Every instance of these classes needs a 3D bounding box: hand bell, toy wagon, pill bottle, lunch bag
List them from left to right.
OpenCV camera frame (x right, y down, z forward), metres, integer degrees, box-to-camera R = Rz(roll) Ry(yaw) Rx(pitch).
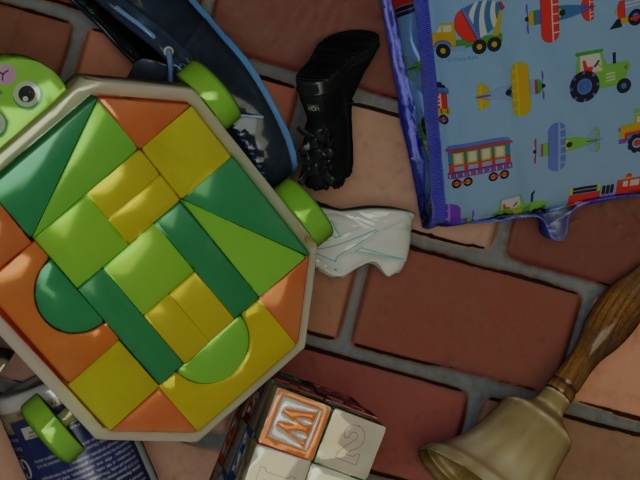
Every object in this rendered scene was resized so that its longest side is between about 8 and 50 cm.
[{"bbox_3d":[-0.179,0.182,1.524,0.094,0.094,0.169,-23,95,-6],"label":"pill bottle"},{"bbox_3d":[-0.160,-0.011,1.414,0.267,0.068,0.344,-41,113,-7],"label":"toy wagon"},{"bbox_3d":[0.175,-0.141,1.552,0.221,0.138,0.293,-11,104,-10],"label":"lunch bag"},{"bbox_3d":[0.201,0.116,1.584,0.126,0.126,0.242,42,75,-8],"label":"hand bell"}]

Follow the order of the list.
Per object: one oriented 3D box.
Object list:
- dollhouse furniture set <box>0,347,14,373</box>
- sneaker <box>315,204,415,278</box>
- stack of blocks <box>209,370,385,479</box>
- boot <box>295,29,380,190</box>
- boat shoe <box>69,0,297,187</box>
[{"bbox_3d":[-0.341,0.022,1.472,0.262,0.135,0.259,37,88,-8],"label":"dollhouse furniture set"},{"bbox_3d":[0.000,0.000,1.562,0.152,0.054,0.061,3,95,-9],"label":"sneaker"},{"bbox_3d":[-0.054,0.254,1.507,0.087,0.171,0.297,21,90,-8],"label":"stack of blocks"},{"bbox_3d":[0.014,-0.102,1.553,0.045,0.121,0.099,8,122,22],"label":"boot"},{"bbox_3d":[-0.124,-0.134,1.519,0.089,0.109,0.258,-38,83,-23],"label":"boat shoe"}]
